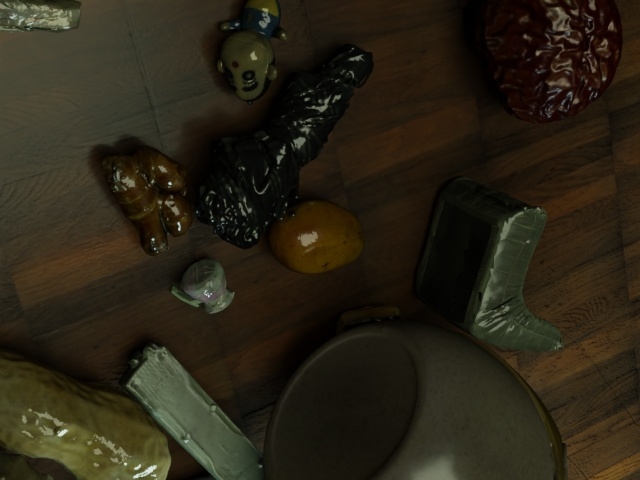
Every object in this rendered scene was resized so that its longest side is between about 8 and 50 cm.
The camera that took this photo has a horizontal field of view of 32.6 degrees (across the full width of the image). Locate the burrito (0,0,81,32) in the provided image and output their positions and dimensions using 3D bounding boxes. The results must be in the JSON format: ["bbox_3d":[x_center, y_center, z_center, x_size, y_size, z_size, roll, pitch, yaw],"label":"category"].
[{"bbox_3d":[-0.368,-0.280,1.351,0.149,0.041,0.055,-4,121,-26],"label":"burrito"}]

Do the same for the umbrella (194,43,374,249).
[{"bbox_3d":[-0.056,-0.150,1.514,0.336,0.128,0.154,-60,141,-8],"label":"umbrella"}]

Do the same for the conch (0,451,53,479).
[{"bbox_3d":[-0.414,0.387,1.437,0.186,0.263,0.324,-48,152,-20],"label":"conch"}]

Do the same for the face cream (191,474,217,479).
[{"bbox_3d":[-0.230,0.448,1.625,0.337,0.080,0.163,-14,106,-23],"label":"face cream"}]

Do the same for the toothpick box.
[{"bbox_3d":[0.163,0.347,1.606,0.409,0.409,0.425,-52,126,-4],"label":"toothpick box"}]

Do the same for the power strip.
[{"bbox_3d":[-0.176,0.264,1.581,0.080,0.048,0.286,-47,108,-18],"label":"power strip"}]

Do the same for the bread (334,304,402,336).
[{"bbox_3d":[0.075,0.134,1.705,0.106,0.053,0.072,-9,133,-22],"label":"bread"}]

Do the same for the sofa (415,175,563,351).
[{"bbox_3d":[0.278,0.035,1.688,0.176,0.210,0.225,9,100,-27],"label":"sofa"}]

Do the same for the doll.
[{"bbox_3d":[-0.091,-0.270,1.476,0.089,0.102,0.179,-25,122,-62],"label":"doll"}]

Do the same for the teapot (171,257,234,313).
[{"bbox_3d":[-0.167,0.069,1.560,0.083,0.064,0.064,-20,126,14],"label":"teapot"}]

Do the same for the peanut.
[{"bbox_3d":[-0.340,0.244,1.472,0.313,0.149,0.149,30,90,-28],"label":"peanut"}]

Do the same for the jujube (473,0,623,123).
[{"bbox_3d":[0.335,-0.299,1.623,0.213,0.213,0.232,-32,116,-15],"label":"jujube"}]

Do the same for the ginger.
[{"bbox_3d":[-0.222,-0.062,1.481,0.103,0.073,0.162,-24,122,-4],"label":"ginger"}]

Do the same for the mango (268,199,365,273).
[{"bbox_3d":[0.001,-0.006,1.597,0.165,0.089,0.115,-4,127,-31],"label":"mango"}]
